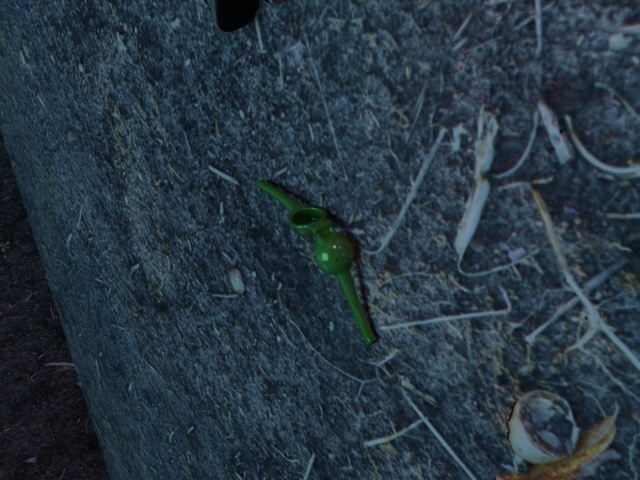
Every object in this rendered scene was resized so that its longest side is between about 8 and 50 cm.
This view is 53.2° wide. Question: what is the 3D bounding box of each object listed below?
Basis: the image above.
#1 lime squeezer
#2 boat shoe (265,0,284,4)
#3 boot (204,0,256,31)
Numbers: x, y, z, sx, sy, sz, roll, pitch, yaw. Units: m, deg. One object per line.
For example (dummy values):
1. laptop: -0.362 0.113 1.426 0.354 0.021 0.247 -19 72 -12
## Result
1. lime squeezer: 0.000 0.000 0.914 0.310 0.058 0.110 54 173 19
2. boat shoe: -0.064 -0.365 0.797 0.042 0.049 0.133 34 138 30
3. boot: -0.152 -0.422 0.847 0.179 0.085 0.236 52 152 25
